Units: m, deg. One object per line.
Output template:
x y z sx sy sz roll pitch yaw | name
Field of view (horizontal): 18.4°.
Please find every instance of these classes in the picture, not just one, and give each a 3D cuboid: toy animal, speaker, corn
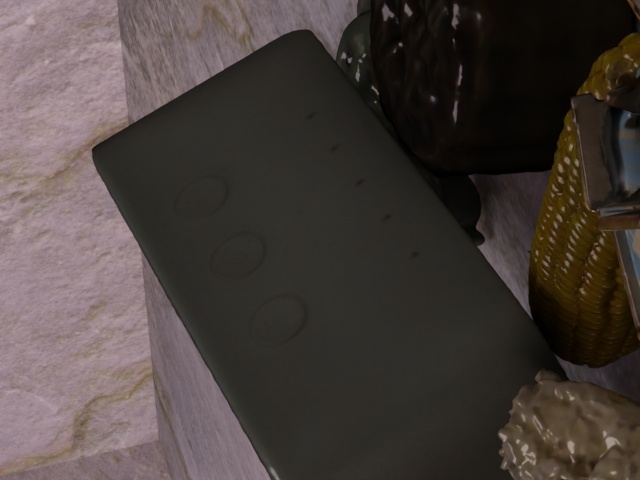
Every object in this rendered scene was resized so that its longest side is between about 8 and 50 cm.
0.052 -0.112 1.551 0.125 0.127 0.251 133 128 -79 | toy animal
0.012 0.040 1.328 0.183 0.184 0.406 54 -178 -46 | speaker
0.173 -0.013 1.151 0.313 0.102 0.102 103 153 -62 | corn

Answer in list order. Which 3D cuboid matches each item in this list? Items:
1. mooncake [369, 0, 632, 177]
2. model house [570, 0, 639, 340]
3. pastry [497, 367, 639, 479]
0.105 -0.151 1.270 0.228 0.124 0.228 169 90 -78 | mooncake
0.200 -0.035 0.852 0.206 0.178 0.271 90 160 -49 | model house
0.175 0.135 1.071 0.121 0.089 0.258 46 -177 23 | pastry
